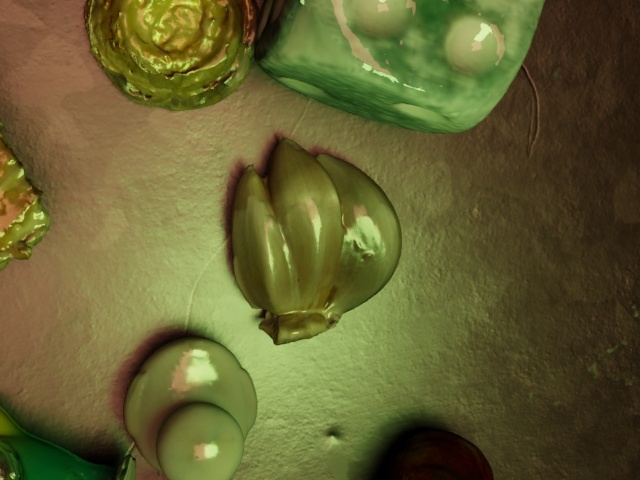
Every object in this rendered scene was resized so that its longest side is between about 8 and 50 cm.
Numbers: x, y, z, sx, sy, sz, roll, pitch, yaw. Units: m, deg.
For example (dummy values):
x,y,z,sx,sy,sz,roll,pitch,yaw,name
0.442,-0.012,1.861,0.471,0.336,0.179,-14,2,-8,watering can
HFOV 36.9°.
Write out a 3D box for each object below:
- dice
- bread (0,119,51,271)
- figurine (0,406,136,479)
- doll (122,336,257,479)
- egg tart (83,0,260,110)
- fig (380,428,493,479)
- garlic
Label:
x,y,z,sx,sy,sz,roll,pitch,yaw,name
0.103,-0.359,1.399,0.348,0.330,0.328,18,88,-19,dice
-0.602,-0.075,1.301,0.390,0.279,0.371,-30,100,-8,bread
-0.459,0.401,1.426,0.339,0.231,0.324,8,76,-4,figurine
-0.192,0.274,1.467,0.221,0.221,0.251,3,87,-13,doll
-0.221,-0.333,1.457,0.278,0.095,0.279,-2,99,-14,egg tart
0.180,0.431,1.576,0.214,0.235,0.235,34,87,23,fig
-0.001,0.000,1.531,0.278,0.132,0.325,-1,102,-21,garlic
